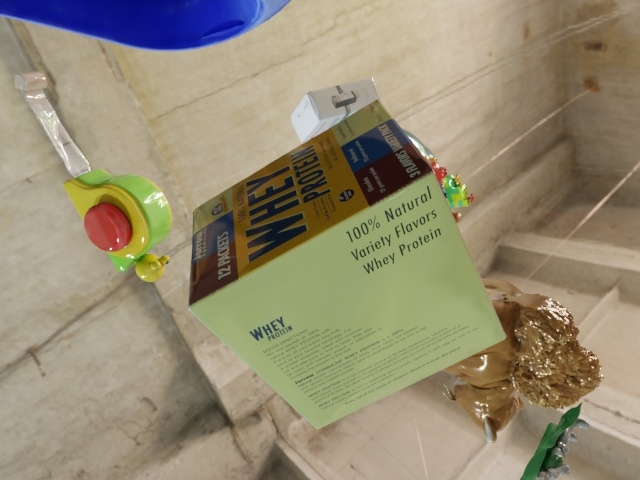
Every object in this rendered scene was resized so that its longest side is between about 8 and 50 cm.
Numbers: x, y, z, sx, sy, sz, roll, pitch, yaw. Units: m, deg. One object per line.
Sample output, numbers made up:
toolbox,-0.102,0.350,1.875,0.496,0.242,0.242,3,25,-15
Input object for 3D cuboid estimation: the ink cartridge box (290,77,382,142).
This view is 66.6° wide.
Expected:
ink cartridge box,0.043,-0.372,1.397,0.217,0.092,0.158,-19,175,-25

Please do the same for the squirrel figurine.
squirrel figurine,0.460,0.312,1.205,0.396,0.371,0.280,-1,-167,43

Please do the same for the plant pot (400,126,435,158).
plant pot,0.144,-0.214,1.350,0.292,0.196,0.293,-26,-137,27

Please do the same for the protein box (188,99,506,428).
protein box,0.023,0.029,0.439,0.199,0.201,0.136,-29,-143,9

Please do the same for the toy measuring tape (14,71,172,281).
toy measuring tape,-0.297,-0.090,0.681,0.121,0.330,0.121,-22,-166,6

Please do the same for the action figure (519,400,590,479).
action figure,0.376,0.385,0.816,0.063,0.137,0.232,34,-131,30

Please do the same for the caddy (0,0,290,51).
caddy,-0.153,-0.258,0.341,0.341,0.179,0.241,-3,161,-43

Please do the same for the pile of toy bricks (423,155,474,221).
pile of toy bricks,0.261,-0.089,1.003,0.105,0.212,0.118,-3,-145,37
